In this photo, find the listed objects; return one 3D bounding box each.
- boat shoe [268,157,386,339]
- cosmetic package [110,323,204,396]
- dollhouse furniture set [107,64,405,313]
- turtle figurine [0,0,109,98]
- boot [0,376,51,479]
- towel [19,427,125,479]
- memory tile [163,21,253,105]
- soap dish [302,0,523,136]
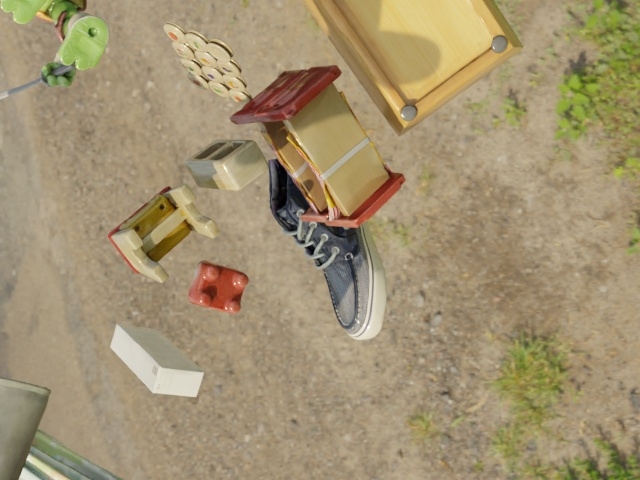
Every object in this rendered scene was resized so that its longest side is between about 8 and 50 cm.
[{"bbox_3d":[0.000,0.000,1.370,0.127,0.158,0.340,-35,59,51],"label":"boat shoe"},{"bbox_3d":[-0.336,0.242,1.676,0.239,0.099,0.060,26,101,53],"label":"cosmetic package"},{"bbox_3d":[-0.088,-0.052,1.104,0.152,0.374,0.201,11,138,57],"label":"dollhouse furniture set"},{"bbox_3d":[-0.398,-0.278,1.088,0.266,0.274,0.198,34,141,57],"label":"turtle figurine"},{"bbox_3d":[-0.236,0.203,0.579,0.076,0.189,0.208,97,-169,-63],"label":"boot"},{"bbox_3d":[-0.344,0.414,0.945,0.320,0.090,0.374,29,95,9],"label":"towel"},{"bbox_3d":[-0.154,-0.241,1.141,0.113,0.148,0.012,24,72,18],"label":"memory tile"},{"bbox_3d":[0.128,-0.326,1.192,0.229,0.291,0.118,-35,15,11],"label":"soap dish"}]
